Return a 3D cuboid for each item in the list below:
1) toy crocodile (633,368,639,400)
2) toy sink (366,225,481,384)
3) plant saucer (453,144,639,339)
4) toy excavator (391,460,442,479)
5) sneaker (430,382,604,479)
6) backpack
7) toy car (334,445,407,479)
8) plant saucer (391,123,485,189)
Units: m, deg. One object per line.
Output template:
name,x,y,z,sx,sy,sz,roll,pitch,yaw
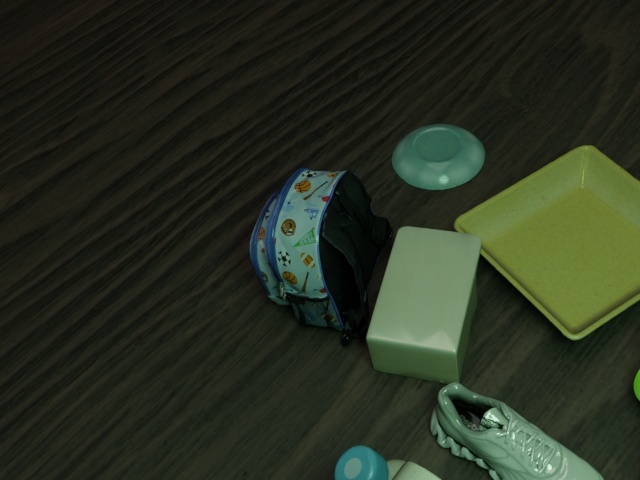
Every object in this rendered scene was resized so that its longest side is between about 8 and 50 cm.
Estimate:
toy crocodile,0.618,0.135,1.359,0.340,0.115,0.105,-43,52,-7
toy sink,0.187,0.112,1.487,0.153,0.131,0.234,8,57,17
plant saucer,0.468,0.010,1.550,0.333,0.081,0.332,-30,50,-14
toy excavator,0.282,0.441,0.961,0.433,0.445,0.222,31,73,32
sneaker,0.294,0.315,1.304,0.292,0.118,0.110,26,58,27
backpack,0.000,0.000,1.530,0.213,0.263,0.276,6,53,16
toy car,0.041,0.437,1.231,0.238,0.219,0.210,-24,43,29
plant saucer,0.244,-0.188,1.790,0.195,0.037,0.195,-6,50,7
